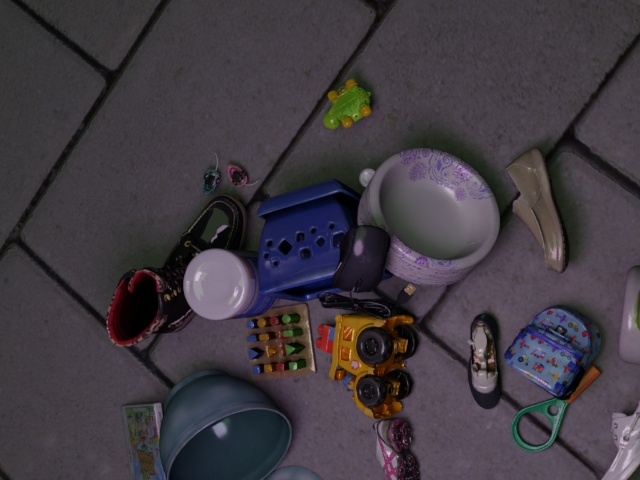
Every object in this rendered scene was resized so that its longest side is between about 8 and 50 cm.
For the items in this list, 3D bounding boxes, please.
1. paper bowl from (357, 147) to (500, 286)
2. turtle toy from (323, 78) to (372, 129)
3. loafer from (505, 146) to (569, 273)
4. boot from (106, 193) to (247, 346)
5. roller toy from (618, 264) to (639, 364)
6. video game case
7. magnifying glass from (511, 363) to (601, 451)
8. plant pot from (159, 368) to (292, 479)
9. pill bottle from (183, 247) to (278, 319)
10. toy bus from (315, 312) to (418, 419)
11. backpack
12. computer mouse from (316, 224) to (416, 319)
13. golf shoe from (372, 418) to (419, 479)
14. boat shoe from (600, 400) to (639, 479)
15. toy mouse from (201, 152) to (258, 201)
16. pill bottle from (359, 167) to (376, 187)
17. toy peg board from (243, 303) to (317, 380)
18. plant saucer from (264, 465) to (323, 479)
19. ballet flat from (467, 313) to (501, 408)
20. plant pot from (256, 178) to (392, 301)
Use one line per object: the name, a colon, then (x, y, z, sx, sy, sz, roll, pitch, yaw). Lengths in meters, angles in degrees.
paper bowl: (0.216, -0.038, 1.821, 0.284, 0.148, 0.284, 8, 60, -14)
turtle toy: (0.060, -0.297, 1.971, 0.130, 0.066, 0.095, -30, 77, 16)
loafer: (0.449, -0.056, 1.814, 0.092, 0.102, 0.269, -15, 73, 19)
boot: (-0.320, 0.071, 1.960, 0.138, 0.284, 0.377, 38, 104, 9)
roller toy: (0.656, 0.148, 1.680, 0.146, 0.209, 0.191, 7, 125, 19)
video game case: (-0.410, 0.481, 2.058, 0.212, 0.023, 0.194, -18, 80, 55)
magnifying glass: (0.490, 0.345, 1.817, 0.092, 0.026, 0.231, 45, 103, 16)
plant pot: (-0.236, 0.412, 1.951, 0.293, 0.293, 0.196, -48, 47, 11)
pill bottle: (-0.176, 0.096, 1.926, 0.152, 0.272, 0.153, -1, 86, 19)
toy bus: (0.085, 0.259, 1.906, 0.211, 0.149, 0.220, 7, 92, 32)
backpack: (0.476, 0.214, 1.771, 0.158, 0.117, 0.173, 35, 90, 28)
computer mouse: (0.108, 0.080, 1.716, 0.184, 0.262, 0.060, 11, 48, -10)
golf shoe: (0.162, 0.480, 1.909, 0.086, 0.067, 0.186, -13, 85, 47)
boat shoe: (0.619, 0.373, 1.735, 0.096, 0.098, 0.277, 34, 89, 18)
toy mouse: (-0.225, -0.140, 2.081, 0.161, 0.031, 0.143, -23, 81, 17)
pill bottle: (0.116, -0.134, 1.935, 0.043, 0.083, 0.044, -1, 87, 19)
toy peg board: (-0.105, 0.235, 1.997, 0.160, 0.079, 0.161, -10, 84, 18)
plant saucer: (-0.063, 0.613, 1.988, 0.194, 0.037, 0.195, -1, 88, 19)
ballet flat: (0.342, 0.257, 1.846, 0.074, 0.074, 0.203, -1, 87, 19)
plant pot: (0.000, 0.000, 1.896, 0.235, 0.236, 0.212, -15, 77, 19)
